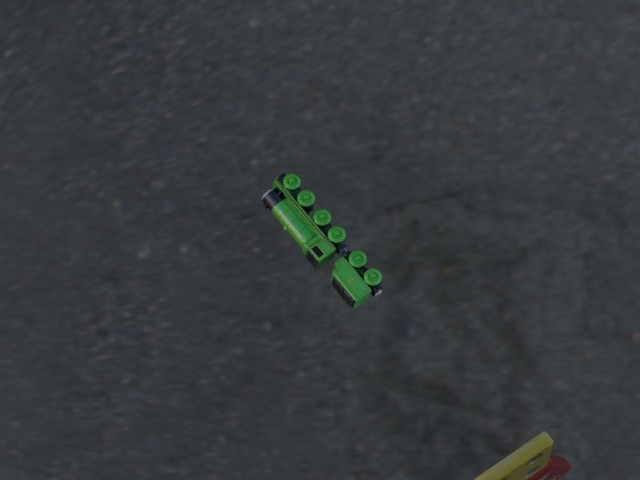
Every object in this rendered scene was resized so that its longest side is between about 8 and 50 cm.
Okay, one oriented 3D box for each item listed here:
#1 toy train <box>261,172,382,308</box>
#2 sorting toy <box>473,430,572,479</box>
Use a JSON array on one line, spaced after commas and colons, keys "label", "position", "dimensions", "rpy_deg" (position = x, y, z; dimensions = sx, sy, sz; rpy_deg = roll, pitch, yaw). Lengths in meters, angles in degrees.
[{"label": "toy train", "position": [0.000, 0.000, 1.002], "dimensions": [0.023, 0.017, 0.083], "rpy_deg": [-36, 74, -18]}, {"label": "sorting toy", "position": [0.019, 0.179, 1.070], "dimensions": [0.274, 0.132, 0.046], "rpy_deg": [-41, 70, 12]}]
